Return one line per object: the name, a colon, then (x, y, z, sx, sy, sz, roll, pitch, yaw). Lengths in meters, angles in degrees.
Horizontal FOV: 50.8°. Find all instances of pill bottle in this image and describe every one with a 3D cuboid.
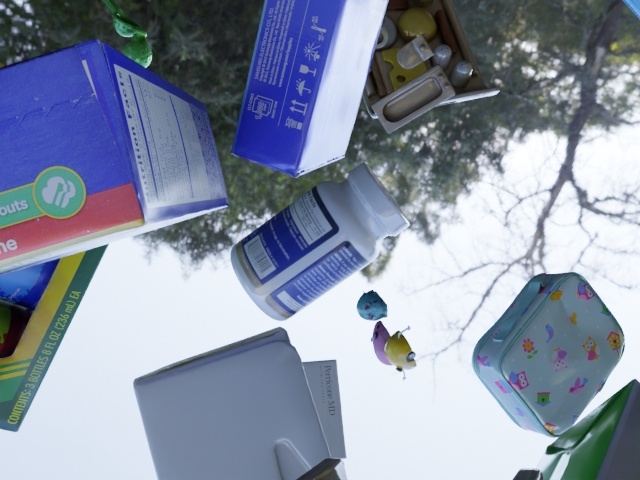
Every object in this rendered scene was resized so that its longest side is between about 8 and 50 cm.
pill bottle: (0.000, 0.000, 1.082, 0.153, 0.264, 0.153, 53, -170, -14)

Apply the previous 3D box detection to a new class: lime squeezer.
lime squeezer: (-0.369, -0.373, 1.274, 0.058, 0.110, 0.310, -12, -97, -42)

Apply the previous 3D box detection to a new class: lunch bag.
lunch bag: (0.424, 0.199, 1.253, 0.279, 0.108, 0.224, -45, -80, -21)

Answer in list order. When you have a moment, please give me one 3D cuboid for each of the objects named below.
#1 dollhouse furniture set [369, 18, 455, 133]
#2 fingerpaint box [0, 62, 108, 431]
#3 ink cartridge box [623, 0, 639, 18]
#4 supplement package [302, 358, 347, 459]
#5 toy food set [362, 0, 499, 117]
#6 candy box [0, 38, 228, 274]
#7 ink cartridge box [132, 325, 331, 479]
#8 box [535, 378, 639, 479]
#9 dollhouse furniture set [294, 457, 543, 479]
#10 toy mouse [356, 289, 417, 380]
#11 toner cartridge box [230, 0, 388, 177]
dollhouse furniture set: (0.090, -0.231, 0.948, 0.151, 0.144, 0.123, 58, -161, -9)
fingerpaint box: (-0.486, -0.018, 0.872, 0.371, 0.445, 0.163, 27, 178, -35)
ink cartridge box: (0.120, -0.262, 0.227, 0.129, 0.223, 0.307, -31, -104, -16)
supplement package: (-0.114, 0.319, 1.225, 0.292, 0.175, 0.178, -4, -105, -8)
toy food set: (0.159, -0.365, 1.173, 0.219, 0.092, 0.306, -13, -108, -8)
candy box: (-0.233, -0.041, 0.541, 0.268, 0.122, 0.317, -15, -176, 3)
ink cartridge box: (-0.059, 0.203, 0.587, 0.121, 0.289, 0.211, -18, -102, -10)
box: (0.246, 0.271, 0.475, 0.231, 0.127, 0.262, 44, -143, 14)
dollhouse furniture set: (0.040, 0.217, 0.322, 0.129, 0.184, 0.129, -7, -179, 31)
toy mouse: (0.076, 0.116, 0.868, 0.031, 0.161, 0.143, -27, -134, -9)
toner cartridge box: (0.014, -0.246, 0.658, 0.075, 0.348, 0.165, 20, -161, 12)
